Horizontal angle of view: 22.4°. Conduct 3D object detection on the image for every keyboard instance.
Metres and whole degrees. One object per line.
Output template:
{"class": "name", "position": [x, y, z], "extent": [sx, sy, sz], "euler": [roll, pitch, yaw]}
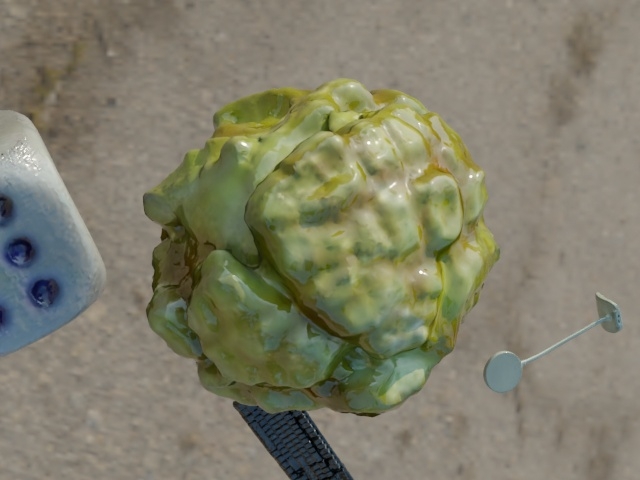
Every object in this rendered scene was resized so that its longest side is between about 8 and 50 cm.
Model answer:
{"class": "keyboard", "position": [-0.024, 0.215, 1.696], "extent": [0.060, 0.018, 0.195], "euler": [-29, 130, 5]}

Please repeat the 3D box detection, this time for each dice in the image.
{"class": "dice", "position": [-0.334, -0.005, 1.600], "extent": [0.194, 0.192, 0.193], "euler": [-25, 112, -7]}

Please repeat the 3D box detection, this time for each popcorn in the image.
{"class": "popcorn", "position": [0.004, -0.005, 1.345], "extent": [0.274, 0.279, 0.335], "euler": [39, 46, -3]}

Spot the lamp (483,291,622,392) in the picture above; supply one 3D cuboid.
{"class": "lamp", "position": [0.273, 0.123, 1.947], "extent": [0.198, 0.056, 0.050], "euler": [-24, 113, -18]}
